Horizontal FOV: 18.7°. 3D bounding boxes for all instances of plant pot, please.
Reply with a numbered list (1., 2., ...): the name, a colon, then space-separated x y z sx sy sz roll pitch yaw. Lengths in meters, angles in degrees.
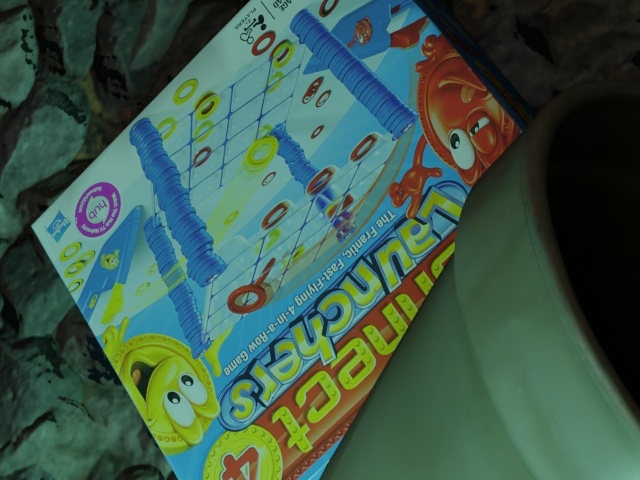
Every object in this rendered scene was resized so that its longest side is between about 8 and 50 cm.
1. plant pot: 0.138 0.128 0.978 0.280 0.323 0.323 -43 52 33

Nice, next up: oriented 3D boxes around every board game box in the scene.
1. board game box: 0.000 0.000 1.232 0.308 0.086 0.302 -45 53 13
